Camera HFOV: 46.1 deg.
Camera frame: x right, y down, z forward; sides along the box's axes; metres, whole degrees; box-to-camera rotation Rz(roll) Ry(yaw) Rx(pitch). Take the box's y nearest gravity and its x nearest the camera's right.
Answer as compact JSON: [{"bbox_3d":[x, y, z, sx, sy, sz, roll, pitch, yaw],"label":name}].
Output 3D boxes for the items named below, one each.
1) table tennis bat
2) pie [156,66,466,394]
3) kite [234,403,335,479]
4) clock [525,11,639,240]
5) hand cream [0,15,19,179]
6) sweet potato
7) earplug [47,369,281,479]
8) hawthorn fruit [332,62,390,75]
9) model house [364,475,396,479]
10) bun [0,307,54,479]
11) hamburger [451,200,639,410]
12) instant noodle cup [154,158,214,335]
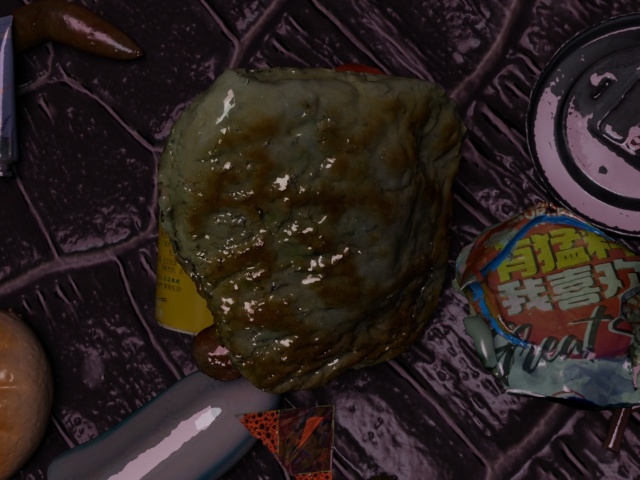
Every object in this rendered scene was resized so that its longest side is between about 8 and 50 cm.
[{"bbox_3d":[0.385,0.179,0.926,0.107,0.119,0.170,17,83,20],"label":"table tennis bat"},{"bbox_3d":[0.011,-0.022,0.896,0.395,0.418,0.180,-17,39,-24],"label":"pie"},{"bbox_3d":[-0.015,0.274,1.046,0.125,0.008,0.222,-46,111,-29],"label":"kite"},{"bbox_3d":[0.431,-0.149,1.002,0.312,0.061,0.313,-3,79,15],"label":"clock"},{"bbox_3d":[-0.548,-0.240,1.274,0.091,0.058,0.271,-3,89,28],"label":"hand cream"},{"bbox_3d":[-0.462,-0.353,1.280,0.346,0.079,0.108,0,92,19],"label":"sweet potato"},{"bbox_3d":[-0.190,0.283,1.047,0.324,0.185,0.185,-37,73,1],"label":"earplug"},{"bbox_3d":[0.057,-0.164,1.058,0.172,0.173,0.173,-3,79,15],"label":"hawthorn fruit"},{"bbox_3d":[0.072,0.419,0.923,0.173,0.268,0.239,-19,73,32],"label":"model house"},{"bbox_3d":[-0.565,0.237,1.156,0.298,0.165,0.299,-3,79,13],"label":"bun"},{"bbox_3d":[0.286,0.100,0.946,0.260,0.150,0.276,16,56,13],"label":"hamburger"},{"bbox_3d":[-0.143,0.011,1.069,0.215,0.215,0.236,9,90,17],"label":"instant noodle cup"}]
